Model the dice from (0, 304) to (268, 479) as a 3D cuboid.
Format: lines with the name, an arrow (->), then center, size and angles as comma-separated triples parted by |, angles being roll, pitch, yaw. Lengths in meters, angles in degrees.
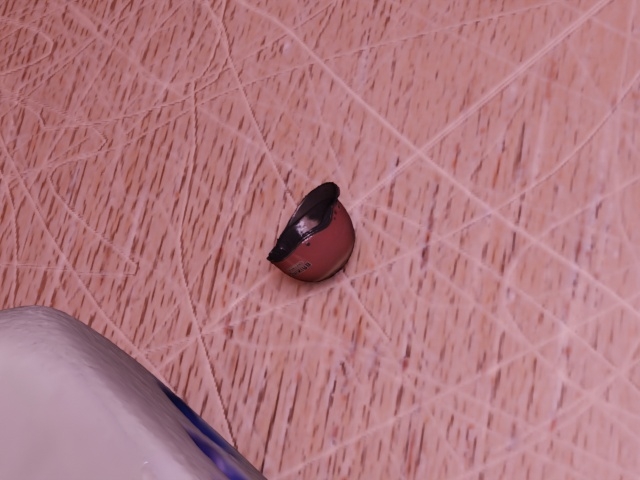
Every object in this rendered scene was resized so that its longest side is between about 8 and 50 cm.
dice -> -0.155, 0.244, 0.567 | 0.304, 0.277, 0.304 | -47, 61, -6

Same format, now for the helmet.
helmet -> 0.001, 0.000, 0.739 | 0.065, 0.049, 0.084 | -28, 25, 48
